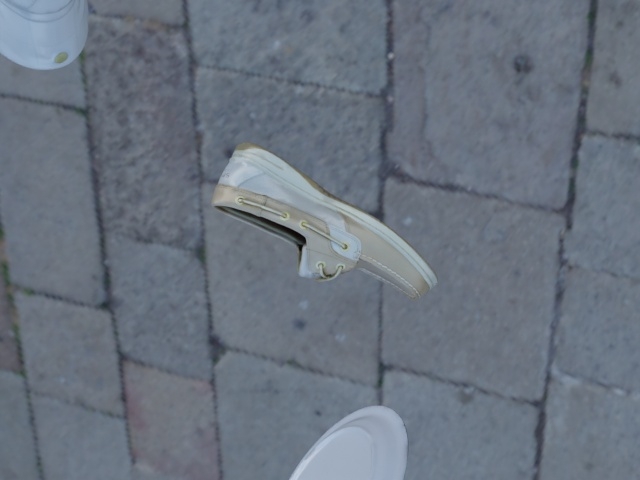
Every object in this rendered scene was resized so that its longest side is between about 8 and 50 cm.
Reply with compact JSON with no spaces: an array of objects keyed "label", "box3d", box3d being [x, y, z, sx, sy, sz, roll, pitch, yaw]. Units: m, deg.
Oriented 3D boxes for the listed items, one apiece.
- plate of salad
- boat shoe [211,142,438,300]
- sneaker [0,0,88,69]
[{"label":"plate of salad","box3d":[0.018,0.242,1.120,0.048,0.200,0.200,35,133,-21]},{"label":"boat shoe","box3d":[0.000,0.000,0.864,0.170,0.059,0.063,32,167,2]},{"label":"sneaker","box3d":[-0.253,-0.256,0.892,0.292,0.108,0.169,61,160,23]}]
